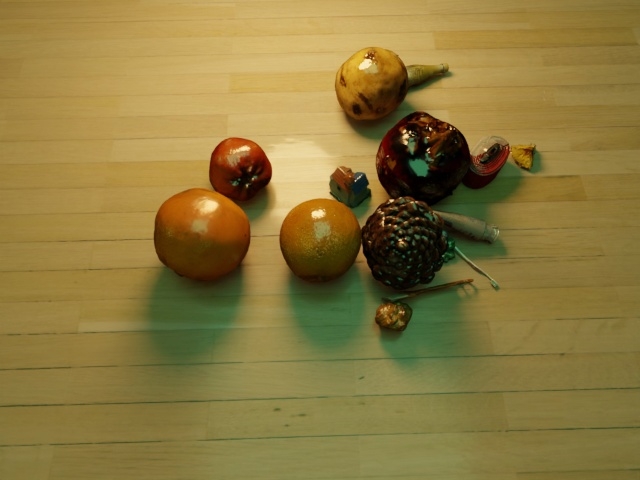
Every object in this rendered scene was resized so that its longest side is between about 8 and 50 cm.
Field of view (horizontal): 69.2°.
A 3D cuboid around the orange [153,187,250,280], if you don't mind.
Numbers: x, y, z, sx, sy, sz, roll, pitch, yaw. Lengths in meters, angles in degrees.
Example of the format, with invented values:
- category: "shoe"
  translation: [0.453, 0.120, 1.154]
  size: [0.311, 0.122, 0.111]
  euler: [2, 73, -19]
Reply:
- category: "orange"
  translation: [-0.378, -0.017, 1.480]
  size: [0.313, 0.312, 0.311]
  euler: [0, 65, 0]

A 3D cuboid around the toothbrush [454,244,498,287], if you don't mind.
- category: "toothbrush"
  translation: [0.524, 0.084, 1.583]
  size: [0.022, 0.017, 0.204]
  euler: [-31, 68, -34]

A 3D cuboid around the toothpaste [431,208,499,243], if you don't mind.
- category: "toothpaste"
  translation: [0.460, -0.065, 1.582]
  size: [0.300, 0.114, 0.073]
  euler: [19, 101, -8]

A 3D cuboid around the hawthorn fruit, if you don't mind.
- category: "hawthorn fruit"
  translation: [-0.292, -0.271, 1.659]
  size: [0.224, 0.224, 0.260]
  euler: [-18, 43, -8]

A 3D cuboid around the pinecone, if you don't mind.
- category: "pinecone"
  translation: [0.266, 0.006, 1.478]
  size: [0.242, 0.296, 0.298]
  euler: [1, 99, -13]

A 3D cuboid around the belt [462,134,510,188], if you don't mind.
- category: "belt"
  translation: [0.606, -0.293, 1.700]
  size: [0.128, 0.124, 0.201]
  euler: [37, 71, 14]

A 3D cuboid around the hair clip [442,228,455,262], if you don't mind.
- category: "hair clip"
  translation: [0.385, 0.000, 1.611]
  size: [0.124, 0.052, 0.195]
  euler: [-44, 78, 2]

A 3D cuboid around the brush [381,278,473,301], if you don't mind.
- category: "brush"
  translation: [0.360, 0.158, 1.518]
  size: [0.315, 0.090, 0.017]
  euler: [-10, 91, -11]

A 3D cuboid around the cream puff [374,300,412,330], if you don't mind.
- category: "cream puff"
  translation: [0.234, 0.234, 1.459]
  size: [0.122, 0.116, 0.094]
  euler: [19, 84, -20]

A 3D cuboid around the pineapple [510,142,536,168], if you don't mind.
- category: "pineapple"
  translation: [0.785, -0.338, 1.752]
  size: [0.114, 0.077, 0.114]
  euler: [-36, 73, -29]

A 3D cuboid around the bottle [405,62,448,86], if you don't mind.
- category: "bottle"
  translation: [0.401, -0.685, 1.909]
  size: [0.270, 0.083, 0.083]
  euler: [-16, 66, -13]

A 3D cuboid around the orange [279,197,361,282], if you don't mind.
- category: "orange"
  translation: [0.000, 0.000, 1.490]
  size: [0.275, 0.274, 0.274]
  euler: [0, 65, 0]

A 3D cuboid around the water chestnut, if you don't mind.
- category: "water chestnut"
  translation: [0.365, -0.297, 1.591]
  size: [0.336, 0.347, 0.334]
  euler: [4, 65, -9]

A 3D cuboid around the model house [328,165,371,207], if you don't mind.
- category: "model house"
  translation: [0.107, -0.213, 1.651]
  size: [0.119, 0.148, 0.148]
  euler: [-38, 73, -17]

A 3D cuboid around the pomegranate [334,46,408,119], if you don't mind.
- category: "pomegranate"
  translation: [0.191, -0.594, 1.769]
  size: [0.282, 0.281, 0.281]
  euler: [0, 65, 0]
